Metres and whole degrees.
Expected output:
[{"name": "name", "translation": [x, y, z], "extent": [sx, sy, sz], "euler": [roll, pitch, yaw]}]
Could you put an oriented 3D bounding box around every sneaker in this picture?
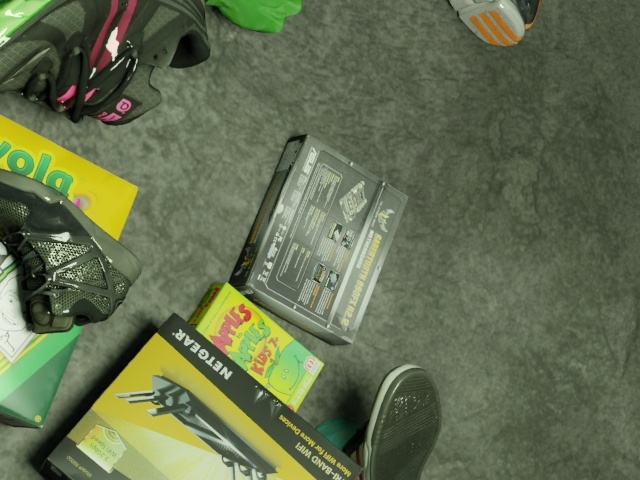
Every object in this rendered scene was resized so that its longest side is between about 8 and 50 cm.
[{"name": "sneaker", "translation": [-0.313, 0.019, 1.653], "extent": [0.227, 0.087, 0.130], "euler": [43, 57, -29]}, {"name": "sneaker", "translation": [0.063, 0.263, 1.932], "extent": [0.124, 0.178, 0.295], "euler": [-10, 120, -33]}, {"name": "sneaker", "translation": [-0.275, -0.221, 1.713], "extent": [0.483, 0.185, 0.202], "euler": [-32, 106, -48]}, {"name": "sneaker", "translation": [0.219, -0.448, 2.149], "extent": [0.321, 0.125, 0.180], "euler": [48, 59, -31]}]

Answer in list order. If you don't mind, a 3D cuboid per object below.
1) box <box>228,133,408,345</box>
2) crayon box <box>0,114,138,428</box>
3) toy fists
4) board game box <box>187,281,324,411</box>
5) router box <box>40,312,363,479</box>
[{"name": "box", "translation": [0.000, 0.000, 1.992], "extent": [0.183, 0.056, 0.231], "euler": [30, 71, -27]}, {"name": "crayon box", "translation": [-0.432, 0.003, 1.692], "extent": [0.363, 0.106, 0.313], "euler": [29, 71, -27]}, {"name": "toy fists", "translation": [-0.080, -0.406, 1.956], "extent": [0.142, 0.096, 0.279], "euler": [13, 70, -25]}, {"name": "board game box", "translation": [-0.090, 0.146, 1.929], "extent": [0.181, 0.043, 0.092], "euler": [42, 66, -22]}, {"name": "router box", "translation": [-0.143, 0.278, 1.795], "extent": [0.309, 0.081, 0.243], "euler": [39, 64, 0]}]
